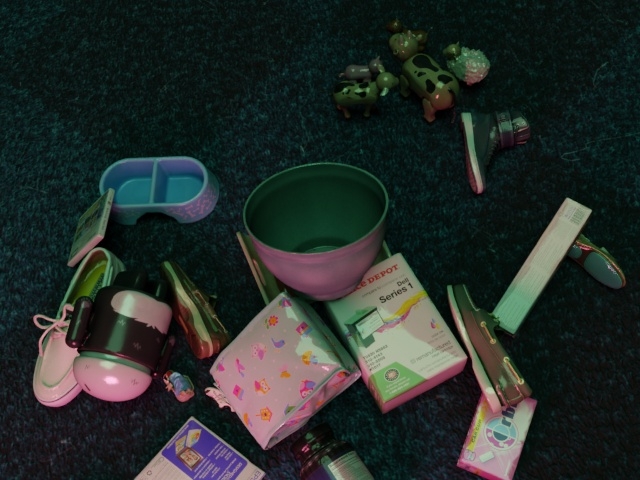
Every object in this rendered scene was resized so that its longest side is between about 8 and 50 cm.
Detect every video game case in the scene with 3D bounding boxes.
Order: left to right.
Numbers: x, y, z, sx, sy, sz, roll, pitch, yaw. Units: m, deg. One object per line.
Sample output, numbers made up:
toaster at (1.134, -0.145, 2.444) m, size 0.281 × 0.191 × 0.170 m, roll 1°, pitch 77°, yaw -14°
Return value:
video game case at (-0.539, -0.030, 1.732) m, size 0.019 × 0.157 × 0.143 m, roll 28°, pitch 45°, yaw -31°

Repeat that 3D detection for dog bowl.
dog bowl at (-0.401, -0.128, 1.808) m, size 0.297 × 0.074 × 0.166 m, roll -2°, pitch 65°, yaw 4°

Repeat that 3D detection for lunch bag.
lunch bag at (-0.085, 0.276, 1.543) m, size 0.262 × 0.160 × 0.223 m, roll -44°, pitch 68°, yaw 8°

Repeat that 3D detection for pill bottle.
pill bottle at (0.036, 0.478, 1.463) m, size 0.123 × 0.123 × 0.219 m, roll -33°, pitch 66°, yaw -11°

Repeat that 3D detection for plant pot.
plant pot at (0.000, 0.000, 1.538) m, size 0.293 × 0.196 × 0.293 m, roll -5°, pitch 41°, yaw 4°

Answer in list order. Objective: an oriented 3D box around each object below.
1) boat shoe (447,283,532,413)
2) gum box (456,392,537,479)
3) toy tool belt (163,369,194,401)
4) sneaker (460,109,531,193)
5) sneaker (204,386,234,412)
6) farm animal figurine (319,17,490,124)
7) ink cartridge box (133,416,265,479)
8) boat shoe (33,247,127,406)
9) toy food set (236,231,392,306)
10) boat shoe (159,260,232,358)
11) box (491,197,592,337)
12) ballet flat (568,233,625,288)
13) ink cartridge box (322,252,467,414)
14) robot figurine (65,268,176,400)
boat shoe at (0.343, 0.209, 1.531) m, size 0.091 × 0.109 × 0.305 m, roll -22°, pitch 49°, yaw 7°
gum box at (0.363, 0.390, 1.510) m, size 0.107 × 0.062 × 0.188 m, roll 21°, pitch 68°, yaw 13°
toy tool belt at (-0.312, 0.310, 1.607) m, size 0.052 × 0.051 × 0.083 m, roll -39°, pitch 68°, yaw -13°
sneaker at (0.429, -0.221, 1.777) m, size 0.163 × 0.086 × 0.226 m, roll -3°, pitch 64°, yaw 6°
sneaker at (-0.216, 0.345, 1.595) m, size 0.083 × 0.032 × 0.037 m, roll 18°, pitch 67°, yaw 13°
farm animal figurine at (0.213, -0.418, 1.838) m, size 0.327 × 0.172 × 0.330 m, roll 32°, pitch 72°, yaw 17°
ink cartridge box at (-0.253, 0.497, 1.495) m, size 0.208 × 0.045 × 0.206 m, roll 31°, pitch 57°, yaw 20°
boat shoe at (-0.544, 0.178, 1.630) m, size 0.136 × 0.156 × 0.367 m, roll 17°, pitch 67°, yaw 12°
toy food set at (-0.015, 0.016, 1.699) m, size 0.306 × 0.092 × 0.219 m, roll -23°, pitch 65°, yaw -6°
boat shoe at (-0.281, 0.149, 1.672) m, size 0.095 × 0.095 × 0.257 m, roll -16°, pitch 61°, yaw -29°
box at (0.481, 0.059, 1.612) m, size 0.067 × 0.063 × 0.324 m, roll 31°, pitch 85°, yaw 22°
ballet flat at (0.605, 0.026, 1.661) m, size 0.206 × 0.073 × 0.067 m, roll 40°, pitch 52°, yaw 16°
ink cartridge box at (0.153, 0.196, 1.587) m, size 0.201 × 0.117 × 0.278 m, roll -27°, pitch 65°, yaw -8°
robot figurine at (-0.421, 0.203, 1.577) m, size 0.209 × 0.173 × 0.278 m, roll 15°, pitch 68°, yaw -5°
